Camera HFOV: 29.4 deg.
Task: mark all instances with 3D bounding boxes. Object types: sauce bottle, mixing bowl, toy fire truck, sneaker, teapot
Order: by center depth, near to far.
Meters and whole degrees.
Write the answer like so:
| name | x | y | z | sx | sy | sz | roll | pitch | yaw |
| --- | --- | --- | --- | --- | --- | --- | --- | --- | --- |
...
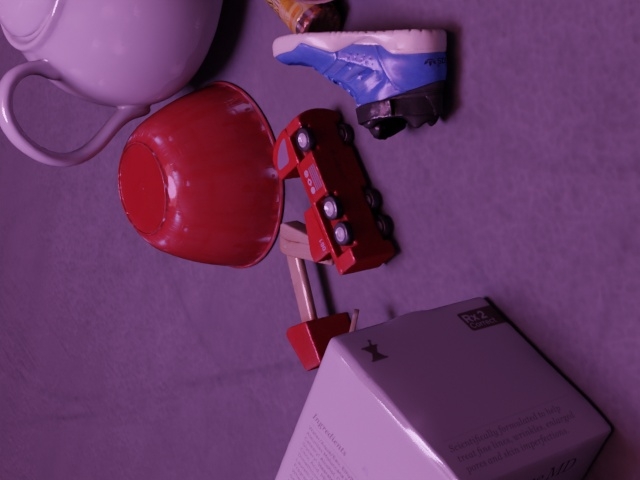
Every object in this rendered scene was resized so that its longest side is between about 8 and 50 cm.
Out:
| name | x | y | z | sx | sy | sz | roll | pitch | yaw |
| --- | --- | --- | --- | --- | --- | --- | --- | --- | --- |
| sneaker | 0.028 | -0.119 | 0.942 | 0.152 | 0.058 | 0.084 | 4 | 101 | 31 |
| sauce bottle | -0.031 | -0.214 | 1.026 | 0.128 | 0.042 | 0.042 | 51 | 135 | 33 |
| toy fire truck | 0.000 | 0.000 | 1.036 | 0.135 | 0.047 | 0.192 | -41 | 66 | 51 |
| teapot | -0.219 | -0.238 | 1.115 | 0.252 | 0.187 | 0.256 | -58 | 47 | 34 |
| mixing bowl | -0.127 | -0.054 | 1.145 | 0.181 | 0.098 | 0.181 | 19 | 115 | 49 |

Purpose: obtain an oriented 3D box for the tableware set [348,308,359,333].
| name | x | y | z | sx | sy | sz | roll | pitch | yaw |
| --- | --- | --- | --- | --- | --- | --- | --- | --- | --- |
| tableware set | -0.004 | 0.150 | 1.010 | 0.039 | 0.128 | 0.194 | 30 | 124 | 11 |

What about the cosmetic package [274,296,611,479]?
| name | x | y | z | sx | sy | sz | roll | pitch | yaw |
| --- | --- | --- | --- | --- | --- | --- | --- | --- | --- |
| cosmetic package | 0.080 | 0.166 | 0.889 | 0.151 | 0.151 | 0.183 | 47 | 134 | 33 |

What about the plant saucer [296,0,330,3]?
| name | x | y | z | sx | sy | sz | roll | pitch | yaw |
| --- | --- | --- | --- | --- | --- | --- | --- | --- | --- |
| plant saucer | 0.009 | -0.285 | 0.952 | 0.199 | 0.036 | 0.198 | 11 | 104 | 49 |
